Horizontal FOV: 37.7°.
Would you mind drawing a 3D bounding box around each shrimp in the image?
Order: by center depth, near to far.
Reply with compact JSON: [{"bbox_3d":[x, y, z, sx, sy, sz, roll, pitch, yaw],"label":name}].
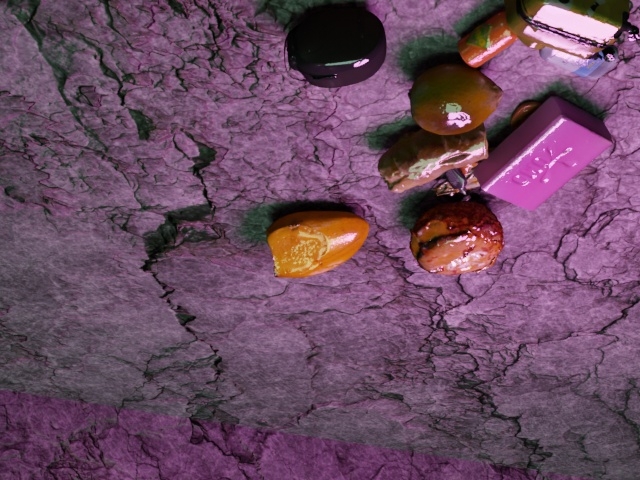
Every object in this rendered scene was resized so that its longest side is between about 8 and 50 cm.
[{"bbox_3d":[0.355,-0.164,2.191,0.217,0.051,0.115,-24,133,33],"label":"shrimp"}]

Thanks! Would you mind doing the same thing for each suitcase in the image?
[{"bbox_3d":[0.435,-0.431,1.661,0.235,0.194,0.143,14,154,-18],"label":"suitcase"}]

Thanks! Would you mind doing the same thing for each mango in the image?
[{"bbox_3d":[0.000,0.000,2.367,0.257,0.138,0.187,-9,127,7],"label":"mango"}]

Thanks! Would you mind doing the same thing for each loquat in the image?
[{"bbox_3d":[0.275,-0.291,1.919,0.195,0.152,0.152,4,147,10],"label":"loquat"}]

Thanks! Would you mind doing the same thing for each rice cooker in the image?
[{"bbox_3d":[0.029,-0.369,1.808,0.203,0.142,0.118,-6,158,15],"label":"rice cooker"}]

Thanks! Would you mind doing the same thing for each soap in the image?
[{"bbox_3d":[0.492,-0.187,2.081,0.181,0.081,0.259,20,130,-33],"label":"soap"}]

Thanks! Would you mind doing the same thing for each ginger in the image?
[{"bbox_3d":[0.249,-0.195,2.085,0.263,0.116,0.109,-19,152,18],"label":"ginger"}]

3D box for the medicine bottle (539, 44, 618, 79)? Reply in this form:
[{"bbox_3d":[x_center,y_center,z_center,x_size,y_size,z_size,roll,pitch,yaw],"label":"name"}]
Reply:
[{"bbox_3d":[0.487,-0.384,1.854,0.208,0.053,0.090,17,145,-23],"label":"medicine bottle"}]

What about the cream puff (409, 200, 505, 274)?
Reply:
[{"bbox_3d":[0.334,-0.010,2.324,0.240,0.164,0.240,-8,159,-3],"label":"cream puff"}]

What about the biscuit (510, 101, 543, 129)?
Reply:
[{"bbox_3d":[0.461,-0.272,2.057,0.078,0.015,0.091,10,145,-17],"label":"biscuit"}]

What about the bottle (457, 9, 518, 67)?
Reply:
[{"bbox_3d":[0.354,-0.410,1.808,0.069,0.069,0.187,27,136,-34],"label":"bottle"}]

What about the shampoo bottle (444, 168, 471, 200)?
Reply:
[{"bbox_3d":[0.309,-0.153,2.163,0.048,0.027,0.137,-12,114,53],"label":"shampoo bottle"}]
